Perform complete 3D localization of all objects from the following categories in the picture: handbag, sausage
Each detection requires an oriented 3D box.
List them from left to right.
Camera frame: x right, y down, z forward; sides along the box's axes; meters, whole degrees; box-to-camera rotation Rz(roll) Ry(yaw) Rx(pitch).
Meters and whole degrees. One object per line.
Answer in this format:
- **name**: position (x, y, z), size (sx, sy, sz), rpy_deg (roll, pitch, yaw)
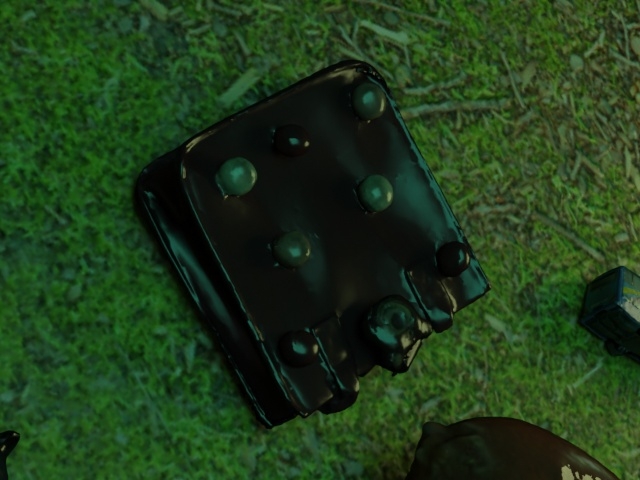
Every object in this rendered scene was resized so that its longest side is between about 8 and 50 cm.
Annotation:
- **handbag**: position (0.001, -0.001, 0.918), size (0.203, 0.074, 0.216), rpy_deg (-30, 92, -35)
- **sausage**: position (0.157, 0.212, 0.910), size (0.254, 0.148, 0.148), rpy_deg (39, 58, -23)

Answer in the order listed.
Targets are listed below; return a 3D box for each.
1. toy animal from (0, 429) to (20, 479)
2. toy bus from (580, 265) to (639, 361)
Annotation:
- **toy animal**: position (-0.250, 0.121, 0.696), size (0.210, 0.117, 0.121), rpy_deg (-4, 71, -31)
- **toy bus**: position (0.285, 0.079, 1.086), size (0.153, 0.051, 0.061), rpy_deg (29, 56, -21)
